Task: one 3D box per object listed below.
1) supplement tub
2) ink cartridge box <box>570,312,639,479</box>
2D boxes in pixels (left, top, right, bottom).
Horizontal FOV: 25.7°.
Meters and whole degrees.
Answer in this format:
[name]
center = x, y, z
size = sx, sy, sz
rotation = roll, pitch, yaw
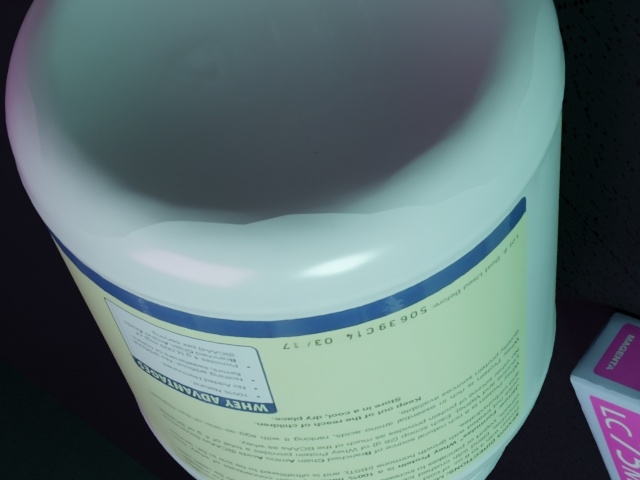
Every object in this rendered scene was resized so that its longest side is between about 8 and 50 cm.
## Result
[supplement tub]
center = 0.000, 0.000, 0.701
size = 0.235, 0.235, 0.324
rotation = 29, 155, 24
[ink cartridge box]
center = 0.300, 0.158, 0.778
size = 0.311, 0.065, 0.185
rotation = 18, 150, 38
